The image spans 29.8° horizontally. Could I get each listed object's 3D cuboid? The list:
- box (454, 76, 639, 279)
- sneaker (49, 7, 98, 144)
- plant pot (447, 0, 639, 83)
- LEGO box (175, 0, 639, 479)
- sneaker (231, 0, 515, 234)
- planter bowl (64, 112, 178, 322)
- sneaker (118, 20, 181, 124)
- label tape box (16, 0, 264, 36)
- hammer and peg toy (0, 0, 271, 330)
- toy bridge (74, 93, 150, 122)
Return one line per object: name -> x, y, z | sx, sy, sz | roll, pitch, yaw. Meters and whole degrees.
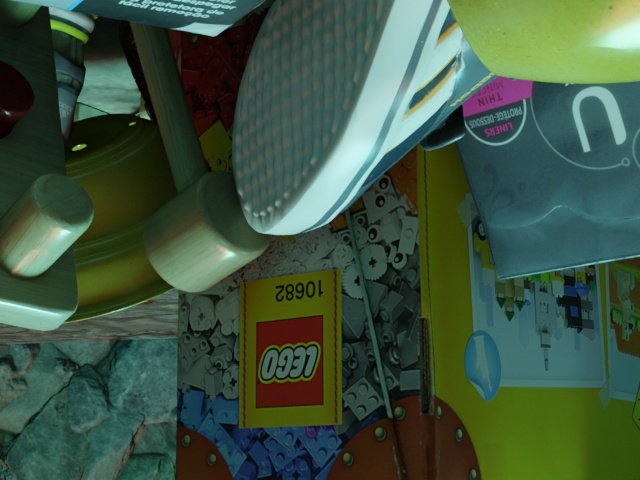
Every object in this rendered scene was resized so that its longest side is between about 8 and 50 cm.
box -> 0.222, -0.089, 0.732 | 0.165, 0.143, 0.270 | -14, -173, 44
sneaker -> -0.294, -0.112, 0.860 | 0.300, 0.121, 0.111 | -6, 167, 27
plant pot -> 0.099, -0.114, 0.468 | 0.095, 0.134, 0.134 | -23, 161, 22
LEGO box -> 0.134, 0.019, 0.916 | 0.193, 0.372, 0.500 | -9, 166, 38
sneaker -> 0.060, -0.117, 0.612 | 0.127, 0.126, 0.321 | 2, 140, -29
planter bowl -> -0.162, -0.033, 0.872 | 0.217, 0.090, 0.217 | -13, -156, 6
sneaker -> -0.098, -0.128, 0.954 | 0.093, 0.088, 0.225 | -27, 166, -6
label tape box -> -0.077, -0.200, 0.464 | 0.249, 0.115, 0.348 | 6, 169, -31
hammer and peg toy -> -0.214, -0.077, 0.674 | 0.361, 0.266, 0.127 | 16, 137, -39
toy bridge -> -0.212, -0.109, 1.131 | 0.188, 0.026, 0.063 | -7, 168, 30
